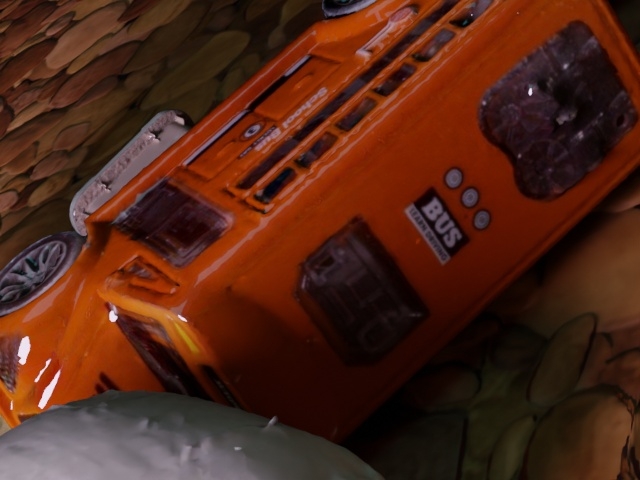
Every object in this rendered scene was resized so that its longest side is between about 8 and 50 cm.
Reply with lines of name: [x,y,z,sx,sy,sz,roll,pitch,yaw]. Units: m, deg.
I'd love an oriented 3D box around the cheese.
cheese: [-0.082,0.145,0.639,0.198,0.154,0.189,-47,24,-22]

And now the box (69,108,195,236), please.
box: [-0.065,0.001,0.886,0.062,0.122,0.089,19,59,45]

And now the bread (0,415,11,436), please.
bread: [-0.259,0.060,0.896,0.111,0.239,0.246,-40,28,-20]

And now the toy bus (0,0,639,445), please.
toy bus: [0.000,0.000,0.782,0.329,0.143,0.153,-41,27,-11]
